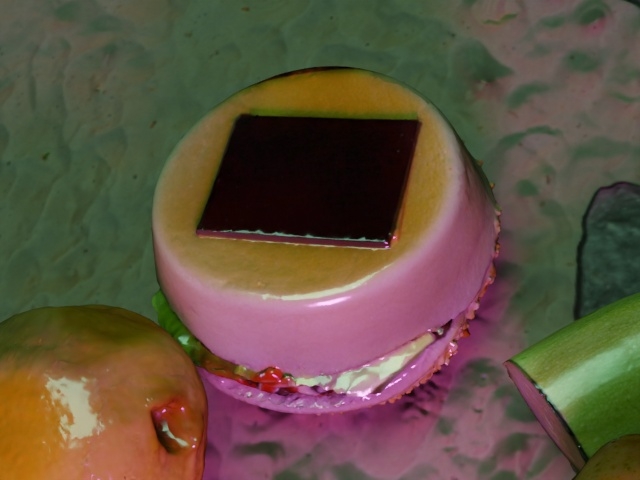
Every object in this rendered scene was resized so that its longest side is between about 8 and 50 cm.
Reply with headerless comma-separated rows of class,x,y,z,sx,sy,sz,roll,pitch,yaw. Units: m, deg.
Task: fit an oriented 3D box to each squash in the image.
squash,0.245,0.095,1.465,0.187,0.123,0.123,-29,51,-2

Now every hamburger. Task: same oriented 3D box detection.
hamburger,0.000,0.000,1.586,0.302,0.170,0.302,-8,51,9

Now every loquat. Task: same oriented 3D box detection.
loquat,-0.189,0.160,1.509,0.238,0.193,0.238,-2,86,35

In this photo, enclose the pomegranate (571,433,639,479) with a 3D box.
pomegranate,0.255,0.224,1.313,0.215,0.215,0.215,-9,53,13
